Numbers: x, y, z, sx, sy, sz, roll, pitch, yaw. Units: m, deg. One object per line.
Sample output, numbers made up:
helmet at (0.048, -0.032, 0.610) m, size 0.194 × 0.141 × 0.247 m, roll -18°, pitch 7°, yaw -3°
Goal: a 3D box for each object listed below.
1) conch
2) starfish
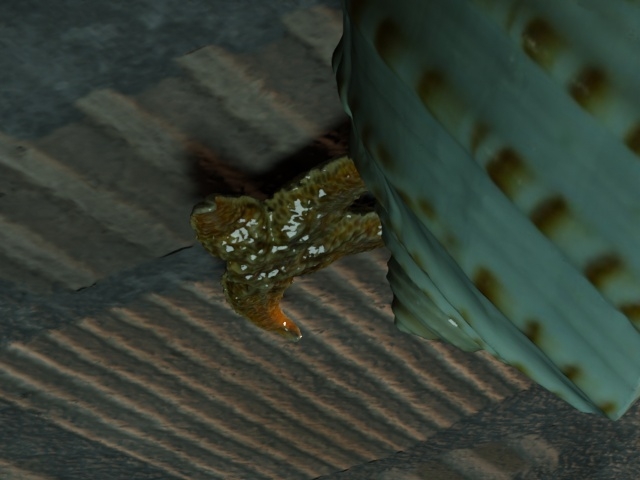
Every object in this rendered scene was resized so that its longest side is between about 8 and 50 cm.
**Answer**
conch at (0.114, -0.092, 0.723) m, size 0.215 × 0.319 × 0.303 m, roll 21°, pitch -169°, yaw 10°
starfish at (0.001, -0.002, 1.074) m, size 0.138 × 0.050 × 0.247 m, roll -13°, pitch 161°, yaw 4°
